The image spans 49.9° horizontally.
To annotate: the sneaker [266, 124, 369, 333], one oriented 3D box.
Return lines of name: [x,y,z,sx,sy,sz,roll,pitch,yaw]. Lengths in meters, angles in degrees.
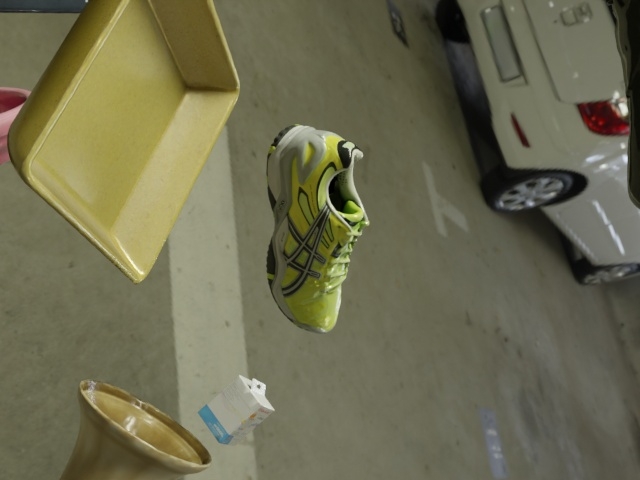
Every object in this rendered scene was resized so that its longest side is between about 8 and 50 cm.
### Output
sneaker: [0.000,0.000,1.178,0.145,0.147,0.384,-36,129,-46]

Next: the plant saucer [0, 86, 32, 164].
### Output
plant saucer: [-0.590,-0.155,1.033,0.332,0.332,0.084,-53,144,-59]

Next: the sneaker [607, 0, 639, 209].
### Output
sneaker: [0.265,-0.155,0.494,0.130,0.109,0.286,44,-40,51]

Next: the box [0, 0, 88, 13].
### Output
box: [-0.690,-0.563,1.154,0.480,0.472,0.297,-18,126,-44]

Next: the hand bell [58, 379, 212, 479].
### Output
hand bell: [-0.205,0.248,0.551,0.126,0.126,0.242,39,81,-45]

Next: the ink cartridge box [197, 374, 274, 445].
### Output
ink cartridge box: [-0.181,0.377,1.546,0.090,0.143,0.092,48,-1,26]

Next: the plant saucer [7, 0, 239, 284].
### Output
plant saucer: [-0.225,-0.153,0.820,0.333,0.081,0.332,77,35,-67]
